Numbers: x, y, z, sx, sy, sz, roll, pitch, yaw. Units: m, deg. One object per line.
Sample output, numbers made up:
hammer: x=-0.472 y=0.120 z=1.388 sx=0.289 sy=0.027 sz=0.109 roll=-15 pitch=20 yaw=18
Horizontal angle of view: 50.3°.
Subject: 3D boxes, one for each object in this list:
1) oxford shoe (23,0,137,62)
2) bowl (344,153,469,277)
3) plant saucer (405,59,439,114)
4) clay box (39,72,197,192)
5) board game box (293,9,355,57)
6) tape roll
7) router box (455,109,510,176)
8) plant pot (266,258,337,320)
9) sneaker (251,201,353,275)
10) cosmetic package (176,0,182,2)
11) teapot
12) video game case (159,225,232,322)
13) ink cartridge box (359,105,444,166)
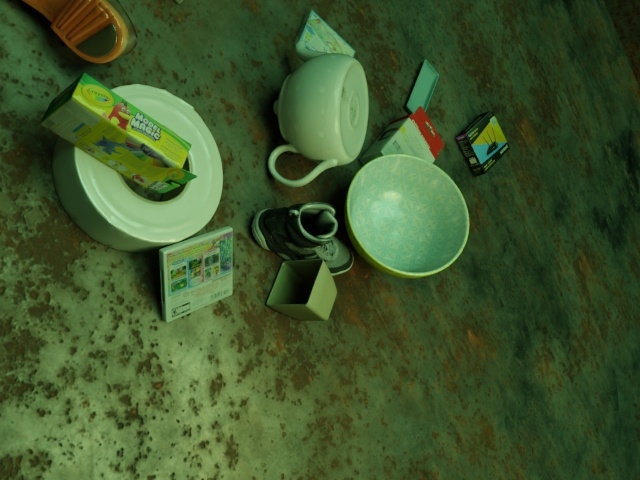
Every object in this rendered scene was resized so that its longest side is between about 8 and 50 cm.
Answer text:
oxford shoe: x=-0.459 y=-0.458 z=1.167 sx=0.363 sy=0.130 sz=0.132 roll=52 pitch=17 yaw=-11
bowl: x=0.177 y=-0.037 z=1.568 sx=0.290 sy=0.156 sz=0.289 roll=5 pitch=70 yaw=-13
plant saucer: x=0.278 y=-0.410 z=1.874 sx=0.067 sy=0.018 sz=0.192 roll=41 pitch=54 yaw=-27
clay box: x=-0.304 y=-0.157 z=1.063 sx=0.222 sy=0.127 sz=0.053 roll=33 pitch=60 yaw=-33
board game box: x=0.011 y=-0.462 z=1.636 sx=0.154 sy=0.026 sz=0.103 roll=36 pitch=57 yaw=-31
tape roll: x=-0.314 y=-0.126 z=1.203 sx=0.286 sy=0.100 sz=0.286 roll=12 pitch=71 yaw=-39
router box: x=0.478 y=-0.286 z=2.006 sx=0.179 sy=0.046 sz=0.133 roll=-42 pitch=108 yaw=-40
plant pot: x=-0.028 y=0.112 z=1.407 sx=0.096 sy=0.109 sz=0.109 roll=48 pitch=51 yaw=-39
sneaker: x=0.000 y=0.000 z=1.420 sx=0.269 sy=0.153 sz=0.101 roll=25 pitch=64 yaw=-36
cosmetic package: x=-0.274 y=-0.607 z=1.388 sx=0.099 sy=0.060 sz=0.239 roll=35 pitch=57 yaw=-33
teapot: x=-0.014 y=-0.276 z=1.467 sx=0.256 sy=0.187 sz=0.252 roll=-56 pitch=146 yaw=-54
video game case: x=-0.224 y=0.060 z=1.247 sx=0.157 sy=0.019 sz=0.143 roll=-22 pitch=125 yaw=-43
ink cartridge box: x=0.211 y=-0.224 z=1.723 sx=0.134 sy=0.078 sz=0.231 roll=55 pitch=49 yaw=-18
